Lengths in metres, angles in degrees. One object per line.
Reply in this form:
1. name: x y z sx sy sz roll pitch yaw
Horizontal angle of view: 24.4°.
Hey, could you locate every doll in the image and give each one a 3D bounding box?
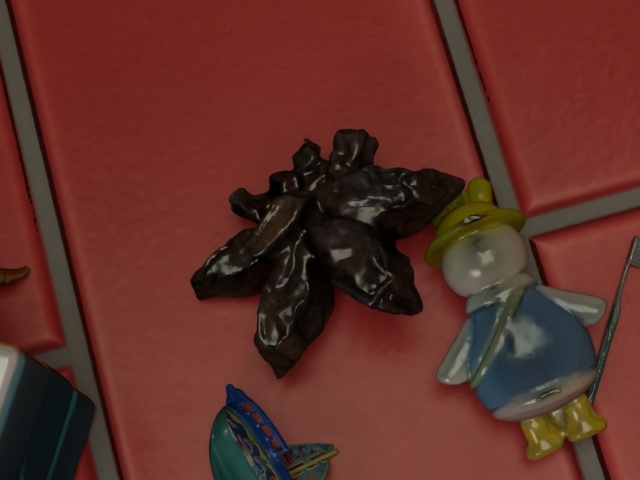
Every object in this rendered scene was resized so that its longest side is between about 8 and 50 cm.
1. doll: 0.158 0.060 1.243 0.135 0.098 0.241 -34 71 35

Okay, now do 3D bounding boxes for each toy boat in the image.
1. toy boat: -0.031 0.194 1.238 0.110 0.091 0.175 -16 69 -36

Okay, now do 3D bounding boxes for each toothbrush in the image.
1. toothbrush: 0.253 0.074 1.278 0.014 0.011 0.167 19 77 1

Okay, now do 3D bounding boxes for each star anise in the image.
1. star anise: -0.005 0.005 1.240 0.214 0.099 0.220 28 84 40

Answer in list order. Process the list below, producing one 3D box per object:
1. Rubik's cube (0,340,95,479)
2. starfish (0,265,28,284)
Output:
1. Rubik's cube: -0.371 0.202 1.134 0.291 0.292 0.290 14 76 6
2. starfish: -0.378 -0.001 1.203 0.293 0.301 0.084 25 100 5
